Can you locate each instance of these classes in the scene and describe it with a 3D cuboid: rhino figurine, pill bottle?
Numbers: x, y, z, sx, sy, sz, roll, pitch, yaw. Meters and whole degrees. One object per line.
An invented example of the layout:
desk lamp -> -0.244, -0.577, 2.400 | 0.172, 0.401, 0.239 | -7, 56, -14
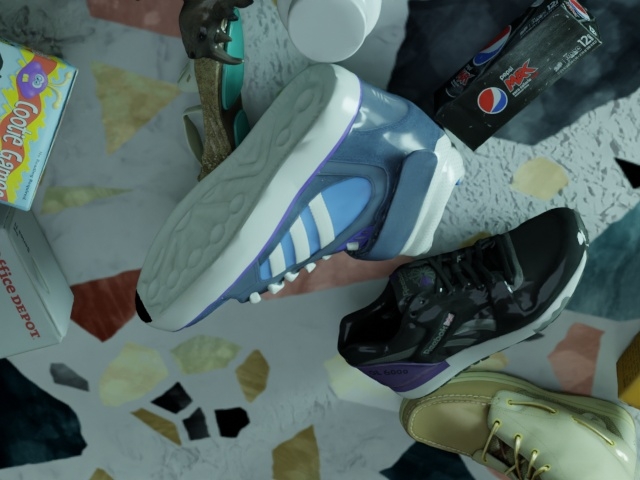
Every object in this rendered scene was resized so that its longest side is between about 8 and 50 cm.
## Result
rhino figurine -> -0.144, -0.259, 1.653 | 0.106, 0.073, 0.243 | -32, 102, 22
pill bottle -> 0.009, -0.229, 1.629 | 0.094, 0.169, 0.094 | 1, 123, 2

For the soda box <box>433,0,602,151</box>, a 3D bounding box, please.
soda box -> 0.185, -0.165, 1.731 | 0.060, 0.053, 0.169 | 39, 116, -20

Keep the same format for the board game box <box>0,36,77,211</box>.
board game box -> -0.383, -0.145, 1.679 | 0.275, 0.144, 0.142 | 19, 94, -16

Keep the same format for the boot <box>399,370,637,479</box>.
boot -> 0.214, 0.241, 1.901 | 0.262, 0.203, 0.095 | 11, 122, -6

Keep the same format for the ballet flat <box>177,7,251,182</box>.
ballet flat -> -0.105, -0.134, 1.760 | 0.067, 0.073, 0.206 | 6, 120, 16

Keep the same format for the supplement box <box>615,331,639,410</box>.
supplement box -> 0.397, 0.081, 1.867 | 0.078, 0.080, 0.233 | 26, 119, -13

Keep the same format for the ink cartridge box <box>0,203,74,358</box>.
ink cartridge box -> -0.380, 0.050, 1.878 | 0.208, 0.087, 0.153 | -14, 121, 12

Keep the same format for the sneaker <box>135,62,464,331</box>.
sneaker -> 0.000, -0.001, 1.767 | 0.236, 0.130, 0.323 | 31, 105, -35

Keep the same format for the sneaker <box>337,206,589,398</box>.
sneaker -> 0.139, 0.057, 1.824 | 0.283, 0.107, 0.124 | -40, 134, 24
